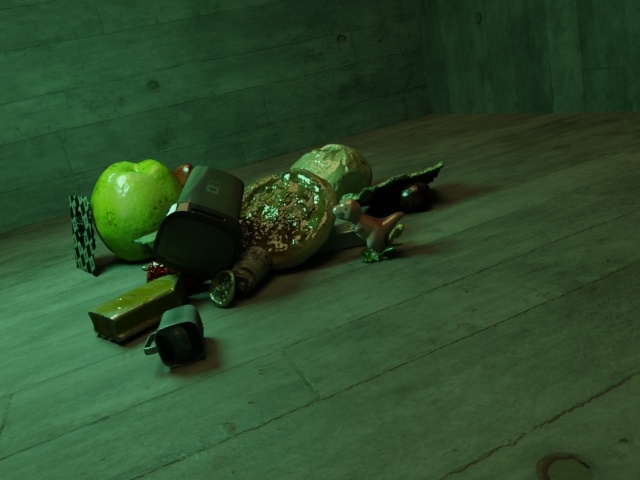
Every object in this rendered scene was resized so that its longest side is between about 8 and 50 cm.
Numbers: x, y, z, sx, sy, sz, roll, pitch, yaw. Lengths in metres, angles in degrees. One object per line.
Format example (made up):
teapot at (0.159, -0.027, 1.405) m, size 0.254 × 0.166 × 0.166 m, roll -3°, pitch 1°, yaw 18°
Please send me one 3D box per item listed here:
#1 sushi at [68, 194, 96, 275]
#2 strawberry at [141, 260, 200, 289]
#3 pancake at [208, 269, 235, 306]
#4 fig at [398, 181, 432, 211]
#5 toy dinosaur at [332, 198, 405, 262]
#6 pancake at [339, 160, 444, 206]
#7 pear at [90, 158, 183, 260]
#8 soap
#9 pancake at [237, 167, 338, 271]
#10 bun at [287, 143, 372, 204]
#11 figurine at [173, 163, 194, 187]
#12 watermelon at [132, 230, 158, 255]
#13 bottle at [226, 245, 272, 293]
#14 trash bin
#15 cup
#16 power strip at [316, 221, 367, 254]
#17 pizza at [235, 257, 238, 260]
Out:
sushi at (-0.874, -0.026, 2.060) m, size 0.050 × 0.289 × 0.264 m, roll -8°, pitch 10°, yaw -38°
strawberry at (-0.433, 0.112, 1.612) m, size 0.192 × 0.085 × 0.140 m, roll 12°, pitch -18°, yaw -13°
pancake at (-0.261, 0.129, 1.450) m, size 0.108 × 0.108 × 0.017 m, roll 4°, pitch -15°, yaw 43°
fig at (0.336, -0.161, 1.900) m, size 0.109 × 0.103 × 0.154 m, roll 21°, pitch 39°, yaw 20°
toy dinosaur at (0.144, -0.045, 1.546) m, size 0.194 × 0.177 × 0.152 m, roll -7°, pitch 19°, yaw 14°
pancake at (0.250, -0.197, 1.968) m, size 0.427 × 0.066 × 0.305 m, roll -19°, pitch -8°, yaw -15°
pear at (-0.674, -0.120, 2.055) m, size 0.391 × 0.391 × 0.391 m, roll -12°, pitch 17°, yaw 4°
soap at (-0.462, 0.171, 1.459) m, size 0.160 × 0.080 × 0.257 m, roll 4°, pitch 24°, yaw 44°
pancake at (-0.125, -0.078, 1.678) m, size 0.382 × 0.071 × 0.382 m, roll -11°, pitch 52°, yaw 14°
bun at (0.022, -0.260, 2.208) m, size 0.353 × 0.227 × 0.349 m, roll -8°, pitch 19°, yaw 33°
figurine at (-0.621, -0.197, 2.489) m, size 0.211 × 0.269 × 0.261 m, roll -19°, pitch 8°, yaw -1°
watermelon at (-0.427, 0.005, 1.764) m, size 0.302 × 0.151 × 0.264 m, roll -28°, pitch 15°, yaw -20°
bottle at (-0.202, 0.089, 1.504) m, size 0.099 × 0.098 × 0.152 m, roll -5°, pitch 29°, yaw 25°
trash bin at (-0.326, -0.061, 1.556) m, size 0.220 × 0.219 × 0.250 m, roll 20°, pitch 43°, yaw -14°
cup at (-0.323, 0.213, 1.211) m, size 0.128 × 0.095 × 0.129 m, roll -17°, pitch 15°, yaw -7°
power strip at (0.000, 0.000, 1.699) m, size 0.385 × 0.062 × 0.091 m, roll -12°, pitch 20°, yaw 4°
pizza at (-0.356, 0.059, 1.818) m, size 0.185 × 0.036 × 0.176 m, roll 14°, pitch 40°, yaw 44°
